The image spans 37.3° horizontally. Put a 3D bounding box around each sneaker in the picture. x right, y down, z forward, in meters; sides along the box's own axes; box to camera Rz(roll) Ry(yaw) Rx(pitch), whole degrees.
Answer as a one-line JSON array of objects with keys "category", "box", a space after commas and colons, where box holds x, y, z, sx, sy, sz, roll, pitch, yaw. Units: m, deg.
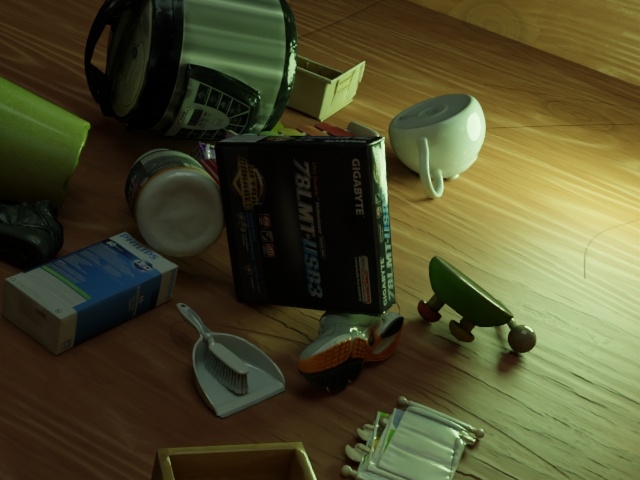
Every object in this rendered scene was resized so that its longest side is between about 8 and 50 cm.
[{"category": "sneaker", "box": [-0.552, -0.034, 1.675, 0.227, 0.087, 0.130, 23, 28, 8]}, {"category": "sneaker", "box": [0.027, 0.170, 1.593, 0.121, 0.099, 0.262, 23, 22, 30]}]

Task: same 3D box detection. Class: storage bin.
[{"category": "storage bin", "box": [-0.047, -0.456, 2.595, 0.262, 0.123, 0.260, 23, 31, 15]}]

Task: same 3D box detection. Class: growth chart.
[{"category": "growth chart", "box": [0.140, 0.316, 1.448, 0.172, 0.021, 0.237, 24, 30, 16]}]

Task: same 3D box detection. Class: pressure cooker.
[{"category": "pressure cooker", "box": [-0.306, -0.410, 2.102, 0.420, 0.370, 0.375, 5, 4, -29]}]

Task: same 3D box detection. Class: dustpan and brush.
[{"category": "dustpan and brush", "box": [-0.166, 0.176, 1.508, 0.147, 0.060, 0.211, -17, 42, -43]}]

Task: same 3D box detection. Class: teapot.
[{"category": "teapot", "box": [0.295, -0.231, 2.316, 0.256, 0.187, 0.252, -26, 23, -15]}]

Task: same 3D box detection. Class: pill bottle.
[{"category": "pill bottle", "box": [-0.275, -0.080, 1.759, 0.162, 0.162, 0.278, 4, 14, -19]}]

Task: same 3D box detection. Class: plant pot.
[{"category": "plant pot", "box": [-0.577, -0.180, 1.768, 0.253, 0.276, 0.276, 19, 27, -16]}]

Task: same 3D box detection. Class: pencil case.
[{"category": "pencil case", "box": [-0.188, -0.180, 2.089, 0.206, 0.088, 0.086, -5, 37, -32]}]

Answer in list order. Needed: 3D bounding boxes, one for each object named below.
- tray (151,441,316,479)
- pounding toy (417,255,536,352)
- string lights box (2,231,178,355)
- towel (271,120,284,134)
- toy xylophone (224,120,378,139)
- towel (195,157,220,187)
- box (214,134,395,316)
[{"category": "tray", "box": [-0.067, 0.414, 1.132, 0.202, 0.076, 0.411, 2, 32, -22]}, {"category": "pounding toy", "box": [0.270, 0.137, 1.765, 0.237, 0.110, 0.183, 34, 8, -28]}, {"category": "string lights box", "box": [-0.374, 0.080, 1.563, 0.133, 0.077, 0.259, 30, 33, 25]}, {"category": "towel", "box": [-0.133, -0.269, 2.329, 0.102, 0.021, 0.237, 4, 31, -25]}, {"category": "toy xylophone", "box": [-0.020, -0.179, 1.945, 0.322, 0.081, 0.236, -11, 25, -35]}, {"category": "towel", "box": [-0.126, -0.130, 1.966, 0.274, 0.031, 0.199, -6, 28, -25]}, {"category": "box", "box": [-0.025, -0.030, 1.607, 0.293, 0.296, 0.073, 5, 21, 29]}]
